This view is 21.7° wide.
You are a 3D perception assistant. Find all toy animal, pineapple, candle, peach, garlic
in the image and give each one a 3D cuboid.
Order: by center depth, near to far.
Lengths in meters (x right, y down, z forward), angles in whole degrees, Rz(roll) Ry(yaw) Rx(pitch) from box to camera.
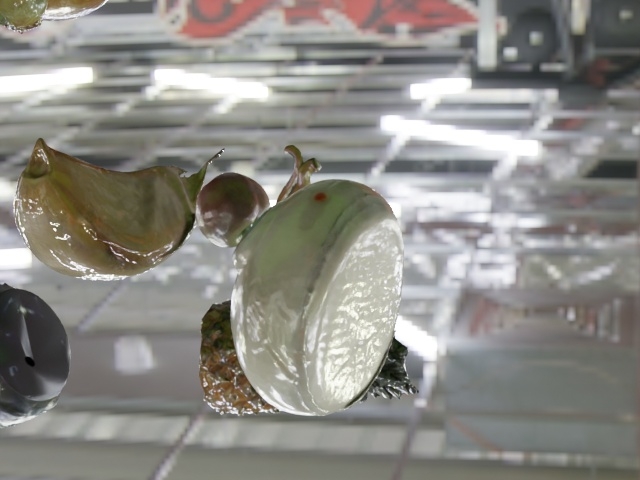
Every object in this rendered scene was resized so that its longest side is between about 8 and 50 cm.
[{"bbox_3d":[-0.095,-0.034,1.774,0.083,0.083,0.083,-1,-166,0],"label":"peach"},{"bbox_3d":[0.000,0.000,2.029,0.099,0.241,0.057,-29,177,25],"label":"toy animal"},{"bbox_3d":[-0.014,0.149,2.125,0.279,0.157,0.158,1,-166,5],"label":"pineapple"},{"bbox_3d":[-0.269,-0.037,2.344,0.338,0.196,0.151,1,-167,-41],"label":"garlic"},{"bbox_3d":[-0.578,0.210,2.617,0.343,0.221,0.221,-21,-175,26],"label":"candle"}]

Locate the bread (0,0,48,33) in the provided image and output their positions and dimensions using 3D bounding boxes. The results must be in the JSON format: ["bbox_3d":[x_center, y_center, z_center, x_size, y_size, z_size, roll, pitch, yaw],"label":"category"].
[{"bbox_3d":[-0.378,-0.318,1.790,0.088,0.232,0.128,-46,-142,0],"label":"bread"}]

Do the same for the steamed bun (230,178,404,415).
[{"bbox_3d":[-0.010,0.049,1.595,0.131,0.228,0.177,19,-164,33],"label":"steamed bun"}]

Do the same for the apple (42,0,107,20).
[{"bbox_3d":[-0.359,-0.403,2.156,0.264,0.264,0.264,-1,-166,0],"label":"apple"}]
